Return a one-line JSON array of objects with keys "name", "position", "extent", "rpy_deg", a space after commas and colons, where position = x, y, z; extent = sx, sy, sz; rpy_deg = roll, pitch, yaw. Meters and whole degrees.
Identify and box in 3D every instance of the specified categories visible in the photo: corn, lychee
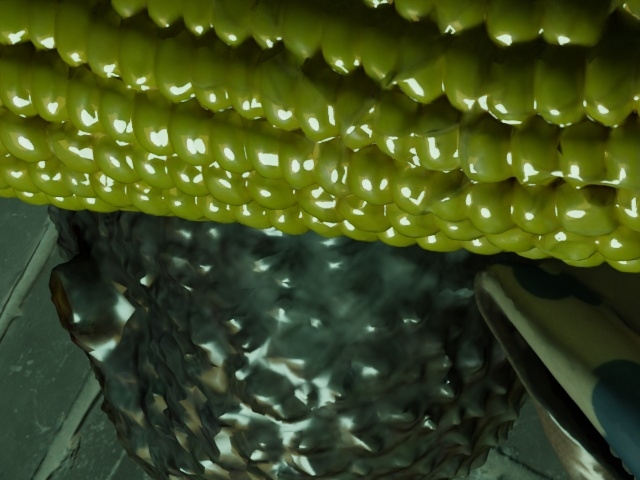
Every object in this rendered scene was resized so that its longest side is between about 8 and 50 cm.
[{"name": "corn", "position": [-0.036, -0.070, 0.516], "extent": [0.387, 0.144, 0.144], "rpy_deg": [11, 171, 22]}, {"name": "lychee", "position": [0.000, -0.001, 0.844], "extent": [0.300, 0.300, 0.300], "rpy_deg": [29, 178, 1]}]

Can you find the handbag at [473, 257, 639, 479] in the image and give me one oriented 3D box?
[{"name": "handbag", "position": [0.179, 0.034, 0.587], "extent": [0.193, 0.190, 0.251], "rpy_deg": [41, -175, 18]}]
